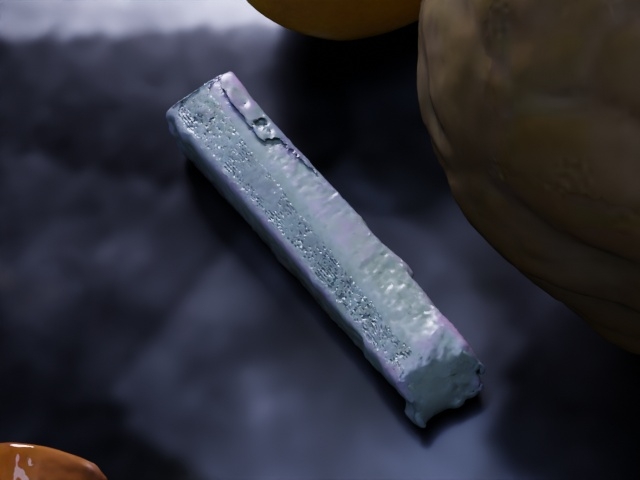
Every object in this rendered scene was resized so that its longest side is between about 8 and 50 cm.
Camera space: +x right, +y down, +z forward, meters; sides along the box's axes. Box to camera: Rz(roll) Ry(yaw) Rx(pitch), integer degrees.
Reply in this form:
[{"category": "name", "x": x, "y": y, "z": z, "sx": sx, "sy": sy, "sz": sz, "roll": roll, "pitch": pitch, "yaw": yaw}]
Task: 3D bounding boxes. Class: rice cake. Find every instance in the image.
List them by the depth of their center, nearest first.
[{"category": "rice cake", "x": 0.000, "y": 0.000, "z": 0.754, "sx": 0.043, "sy": 0.034, "sz": 0.211, "roll": -36, "pitch": 59, "yaw": -9}]

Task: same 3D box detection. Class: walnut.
[{"category": "walnut", "x": 0.181, "y": -0.083, "z": 0.640, "sx": 0.285, "sy": 0.285, "sz": 0.296, "roll": 33, "pitch": 33, "yaw": 27}]

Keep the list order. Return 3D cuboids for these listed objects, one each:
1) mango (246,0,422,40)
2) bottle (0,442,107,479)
[{"category": "mango", "x": 0.038, "y": -0.164, "z": 0.819, "sx": 0.178, "sy": 0.090, "sz": 0.115, "roll": -20, "pitch": 66, "yaw": -6}, {"category": "bottle", "x": -0.132, "y": 0.176, "z": 0.647, "sx": 0.069, "sy": 0.069, "sz": 0.187, "roll": 2, "pitch": 59, "yaw": 12}]
